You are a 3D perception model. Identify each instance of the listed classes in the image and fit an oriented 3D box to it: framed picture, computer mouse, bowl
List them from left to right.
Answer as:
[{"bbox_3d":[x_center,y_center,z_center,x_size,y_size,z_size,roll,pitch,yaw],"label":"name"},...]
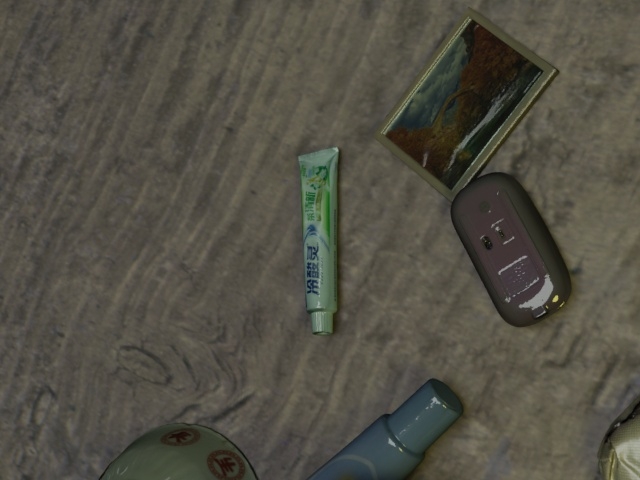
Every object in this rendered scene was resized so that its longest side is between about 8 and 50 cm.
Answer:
[{"bbox_3d":[-0.264,0.453,1.763,0.337,0.157,0.337,-6,78,28],"label":"bowl"},{"bbox_3d":[0.214,-0.205,1.697,0.184,0.016,0.250,44,102,27],"label":"framed picture"},{"bbox_3d":[0.271,0.012,1.605,0.120,0.057,0.232,-34,64,19],"label":"computer mouse"}]

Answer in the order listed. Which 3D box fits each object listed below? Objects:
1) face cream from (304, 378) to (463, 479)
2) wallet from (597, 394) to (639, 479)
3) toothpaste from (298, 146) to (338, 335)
[{"bbox_3d":[0.055,0.352,1.650,0.135,0.086,0.385,47,108,11],"label":"face cream"},{"bbox_3d":[0.516,0.285,1.425,0.335,0.068,0.275,-45,67,7],"label":"wallet"},{"bbox_3d":[0.000,0.000,1.764,0.075,0.048,0.296,-10,73,30],"label":"toothpaste"}]
